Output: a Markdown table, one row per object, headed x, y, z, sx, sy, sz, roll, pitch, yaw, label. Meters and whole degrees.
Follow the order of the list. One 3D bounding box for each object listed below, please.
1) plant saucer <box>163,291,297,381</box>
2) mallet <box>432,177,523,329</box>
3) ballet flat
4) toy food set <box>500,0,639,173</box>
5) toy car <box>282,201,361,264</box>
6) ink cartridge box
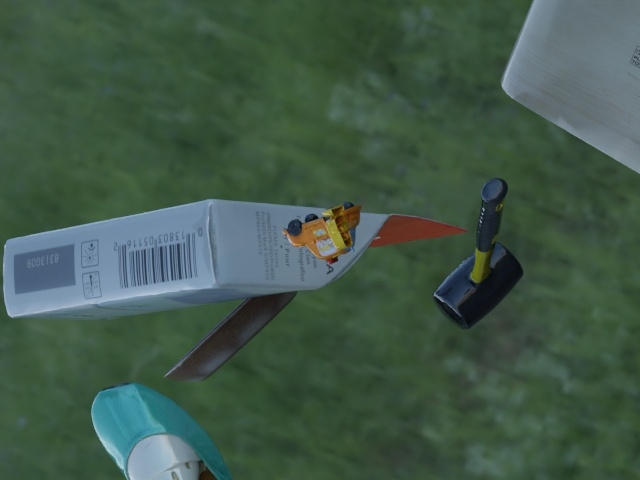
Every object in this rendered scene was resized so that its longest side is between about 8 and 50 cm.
| x | y | z | sx | sy | sz | roll | pitch | yaw | label |
| --- | --- | --- | --- | --- | --- | --- | --- | --- | --- |
| -0.089 | 0.094 | 2.046 | 0.198 | 0.036 | 0.198 | -42 | 2 | 2 | plant saucer |
| 0.116 | -0.002 | 1.234 | 0.062 | 0.039 | 0.189 | -41 | -17 | -21 | mallet |
| -0.113 | 0.230 | 1.660 | 0.083 | 0.247 | 0.087 | -35 | 19 | 7 | ballet flat |
| 0.342 | -0.191 | 1.869 | 0.092 | 0.306 | 0.219 | -23 | -40 | -53 | toy food set |
| 0.000 | 0.000 | 1.326 | 0.122 | 0.060 | 0.040 | -31 | -77 | -81 | toy car |
| -0.081 | 0.032 | 1.914 | 0.308 | 0.385 | 0.091 | -10 | 79 | 42 | ink cartridge box |
